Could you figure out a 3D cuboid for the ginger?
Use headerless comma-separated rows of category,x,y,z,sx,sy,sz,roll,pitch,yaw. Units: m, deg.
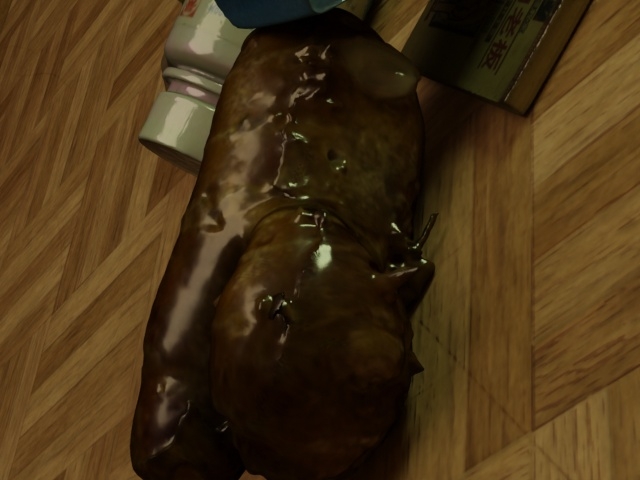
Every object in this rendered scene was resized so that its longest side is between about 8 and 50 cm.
ginger,0.000,0.000,1.075,0.254,0.176,0.418,-11,54,47

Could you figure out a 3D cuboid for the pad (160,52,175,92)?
pad,-0.147,-0.326,1.960,0.266,0.002,0.176,-55,24,18

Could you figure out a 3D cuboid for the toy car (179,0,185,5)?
toy car,-0.102,-0.282,1.690,0.124,0.101,0.257,-50,25,22

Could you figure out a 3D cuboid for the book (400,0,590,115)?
book,0.145,-0.190,1.153,0.161,0.026,0.231,-61,23,4

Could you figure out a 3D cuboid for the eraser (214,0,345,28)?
eraser,0.073,-0.255,1.143,0.311,0.043,0.144,-34,18,-24

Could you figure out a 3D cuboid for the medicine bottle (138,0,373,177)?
medicine bottle,-0.058,-0.199,1.412,0.293,0.170,0.170,-63,22,-4
